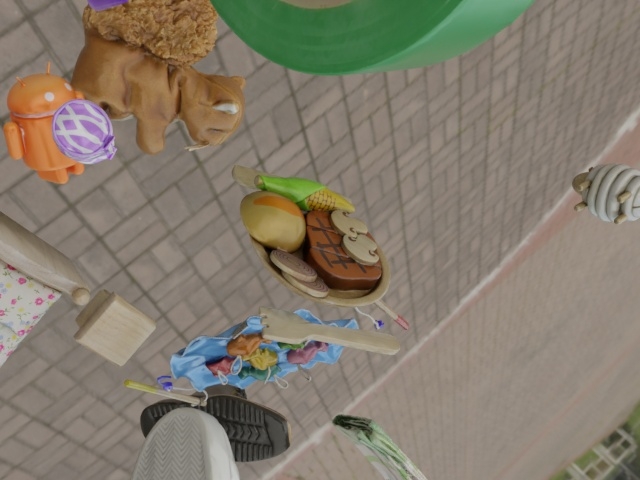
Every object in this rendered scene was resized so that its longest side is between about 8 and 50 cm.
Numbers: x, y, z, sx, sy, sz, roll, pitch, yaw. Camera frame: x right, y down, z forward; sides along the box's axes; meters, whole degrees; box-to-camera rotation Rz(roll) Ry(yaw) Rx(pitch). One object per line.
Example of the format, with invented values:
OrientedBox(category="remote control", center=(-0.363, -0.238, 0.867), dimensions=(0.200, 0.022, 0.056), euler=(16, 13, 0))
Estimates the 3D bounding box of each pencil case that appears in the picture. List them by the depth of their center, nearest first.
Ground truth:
OrientedBox(category="pencil case", center=(-0.351, -0.157, 1.116), dimensions=(0.086, 0.088, 0.206), euler=(-53, -168, -5))

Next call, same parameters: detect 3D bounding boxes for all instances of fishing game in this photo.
OrientedBox(category="fishing game", center=(-0.049, 0.115, 0.713), dimensions=(0.264, 0.041, 0.189), euler=(-21, 153, 13))

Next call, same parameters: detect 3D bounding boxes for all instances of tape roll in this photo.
OrientedBox(category="tape roll", center=(0.024, -0.267, 0.456), dimensions=(0.077, 0.321, 0.321), euler=(-16, 140, -43))

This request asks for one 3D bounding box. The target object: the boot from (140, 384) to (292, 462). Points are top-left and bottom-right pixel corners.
OrientedBox(category="boot", center=(-0.102, 0.206, 0.917), dimensions=(0.137, 0.197, 0.077), euler=(-16, 107, -63))

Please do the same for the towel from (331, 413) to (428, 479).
OrientedBox(category="towel", center=(0.142, 0.371, 1.009), dimensions=(0.038, 0.325, 0.248), euler=(-41, 177, -13))

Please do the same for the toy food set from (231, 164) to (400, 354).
OrientedBox(category="toy food set", center=(0.000, 0.000, 0.579), dimensions=(0.132, 0.192, 0.039), euler=(12, 128, -25))

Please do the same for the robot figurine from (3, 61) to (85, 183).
OrientedBox(category="robot figurine", center=(-0.516, -0.218, 1.408), dimensions=(0.158, 0.128, 0.220), euler=(-15, 123, -17))

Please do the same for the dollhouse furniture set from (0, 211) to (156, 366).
OrientedBox(category="dollhouse furniture set", center=(-0.286, 0.110, 0.410), dimensions=(0.303, 0.173, 0.355), euler=(-50, 133, -4))

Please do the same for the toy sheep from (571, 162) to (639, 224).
OrientedBox(category="toy sheep", center=(0.403, -0.062, 1.010), dimensions=(0.091, 0.132, 0.091), euler=(-24, 129, -35))

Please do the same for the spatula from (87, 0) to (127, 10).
OrientedBox(category="spatula", center=(-0.200, -0.350, 0.910), dimensions=(0.084, 0.296, 0.030), euler=(65, 33, -29))

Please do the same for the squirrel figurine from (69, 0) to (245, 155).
OrientedBox(category="squirrel figurine", center=(-0.346, -0.385, 1.689), dimensions=(0.281, 0.370, 0.397), euler=(-84, -173, -64))

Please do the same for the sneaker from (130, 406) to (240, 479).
OrientedBox(category="sneaker", center=(-0.068, 0.290, 0.617), dimensions=(0.108, 0.293, 0.169), euler=(-16, 159, 35))
